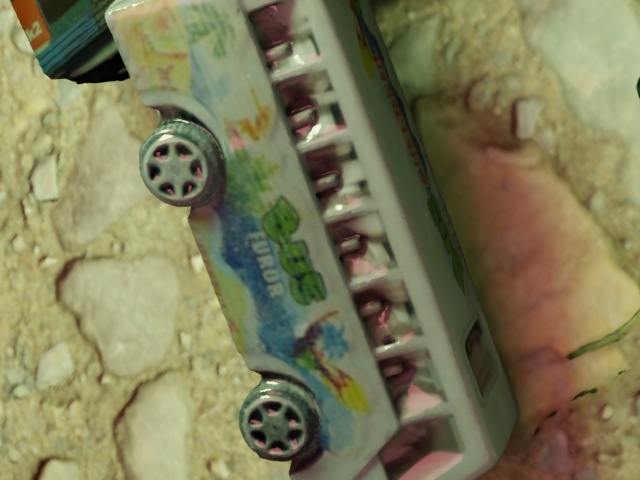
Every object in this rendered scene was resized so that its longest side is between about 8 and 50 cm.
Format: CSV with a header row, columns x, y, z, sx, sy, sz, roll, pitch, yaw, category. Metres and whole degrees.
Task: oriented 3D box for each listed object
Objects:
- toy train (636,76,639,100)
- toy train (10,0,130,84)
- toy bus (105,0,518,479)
x,y,z,sx,sy,sz,roll,pitch,yaw,category
0.203,-0.171,0.814,0.194,0.120,0.298,-15,109,22,toy train
-0.016,-0.224,1.108,0.409,0.086,0.089,-35,76,33,toy train
0.000,0.000,1.088,0.136,0.109,0.330,-16,105,19,toy bus
